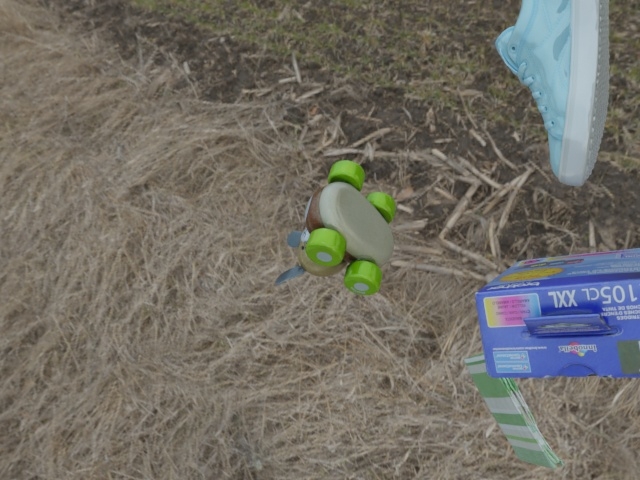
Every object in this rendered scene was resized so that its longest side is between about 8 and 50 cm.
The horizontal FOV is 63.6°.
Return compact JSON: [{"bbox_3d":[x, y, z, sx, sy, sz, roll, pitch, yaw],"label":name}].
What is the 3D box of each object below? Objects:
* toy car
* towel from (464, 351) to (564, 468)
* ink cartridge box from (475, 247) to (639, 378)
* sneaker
[{"bbox_3d":[0.000,0.000,0.769,0.188,0.149,0.155,-21,40,41],"label":"toy car"},{"bbox_3d":[0.524,0.466,1.441,0.038,0.248,0.325,-27,76,-10],"label":"towel"},{"bbox_3d":[0.431,0.119,0.863,0.269,0.151,0.395,-10,3,32],"label":"ink cartridge box"},{"bbox_3d":[0.345,-0.265,0.778,0.150,0.367,0.135,3,6,37],"label":"sneaker"}]
